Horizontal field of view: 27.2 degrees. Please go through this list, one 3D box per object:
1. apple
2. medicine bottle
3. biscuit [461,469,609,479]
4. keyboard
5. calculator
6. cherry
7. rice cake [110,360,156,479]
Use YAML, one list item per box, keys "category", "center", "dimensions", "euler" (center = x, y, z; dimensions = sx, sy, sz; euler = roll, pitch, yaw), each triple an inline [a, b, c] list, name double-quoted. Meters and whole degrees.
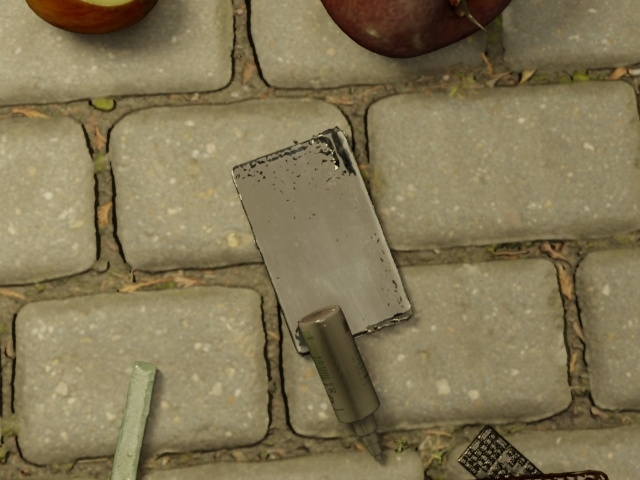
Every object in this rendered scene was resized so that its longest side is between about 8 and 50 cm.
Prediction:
- category: "apple"
  center: [-0.281, -0.343, 1.606]
  dimensions: [0.173, 0.160, 0.195]
  euler: [-7, 85, -2]
- category: "medicine bottle"
  center: [0.035, 0.179, 1.608]
  dimensions: [0.057, 0.057, 0.199]
  euler: [-23, 100, -7]
- category: "biscuit"
  center: [0.157, 0.342, 1.587]
  dimensions: [0.388, 0.073, 0.107]
  euler: [-4, 84, -3]
- category: "keyboard"
  center: [0.264, 0.317, 1.637]
  dimensions: [0.204, 0.013, 0.061]
  euler: [42, 81, 2]
- category: "calculator"
  center: [0.000, 0.000, 1.655]
  dimensions: [0.161, 0.021, 0.262]
  euler: [-19, 84, -6]
- category: "cherry"
  center: [0.107, -0.356, 1.616]
  dimensions: [0.261, 0.221, 0.307]
  euler: [-27, 72, -16]
- category: "rice cake"
  center: [-0.227, 0.232, 1.601]
  dimensions: [0.033, 0.029, 0.171]
  euler: [12, 81, -7]
